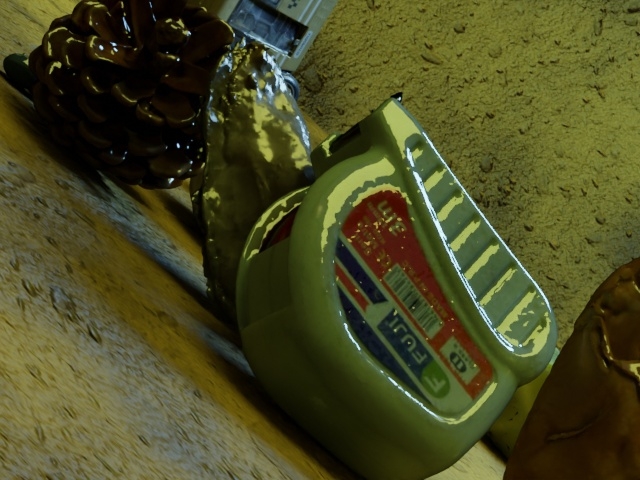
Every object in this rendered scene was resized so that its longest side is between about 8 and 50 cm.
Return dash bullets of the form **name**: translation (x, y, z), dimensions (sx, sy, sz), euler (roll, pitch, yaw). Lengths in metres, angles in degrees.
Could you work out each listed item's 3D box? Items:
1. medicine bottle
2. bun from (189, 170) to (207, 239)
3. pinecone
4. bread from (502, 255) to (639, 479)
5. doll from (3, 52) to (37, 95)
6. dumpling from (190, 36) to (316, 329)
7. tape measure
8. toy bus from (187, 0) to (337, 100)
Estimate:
- **medicine bottle**: translation (0.234, 0.178, 2.115), dimensions (0.124, 0.124, 0.239), euler (42, 8, -5)
- **bun**: translation (-0.068, -0.033, 1.754), dimensions (0.183, 0.102, 0.183), euler (53, -23, 35)
- **pinecone**: translation (-0.152, -0.133, 1.596), dimensions (0.186, 0.168, 0.212), euler (15, -5, -20)
- **bread**: translation (0.359, 0.193, 1.581), dimensions (0.398, 0.398, 0.215), euler (44, -3, 12)
- **doll**: translation (-0.239, -0.131, 1.694), dimensions (0.125, 0.027, 0.037), euler (37, -13, -34)
- **dumpling**: translation (-0.018, 0.003, 1.531), dimensions (0.166, 0.086, 0.332), euler (-43, 114, -48)
- **tape measure**: translation (0.048, 0.047, 1.436), dimensions (0.243, 0.246, 0.125), euler (52, -37, -6)
- **toy bus**: translation (-0.082, -0.353, 2.630), dimensions (0.202, 0.365, 0.177), euler (25, 14, -30)
